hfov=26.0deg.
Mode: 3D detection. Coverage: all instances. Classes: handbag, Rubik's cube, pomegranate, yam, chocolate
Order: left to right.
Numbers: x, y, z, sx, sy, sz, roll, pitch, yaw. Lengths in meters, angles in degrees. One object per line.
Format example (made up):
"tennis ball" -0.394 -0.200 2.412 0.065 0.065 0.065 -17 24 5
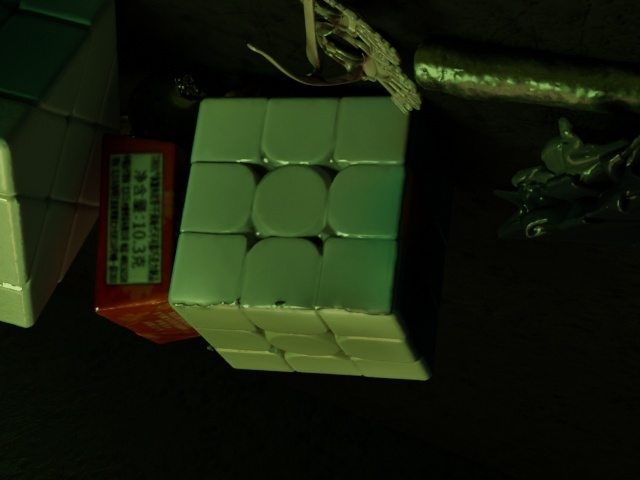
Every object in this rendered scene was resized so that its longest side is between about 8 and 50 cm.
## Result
"Rubik's cube" -0.448 -0.133 1.724 0.316 0.322 0.318 15 136 10
"chocolate" -0.207 0.002 1.815 0.108 0.237 0.235 -2 164 14
"pomegranate" -0.200 -0.170 1.849 0.130 0.130 0.130 18 164 6
"Rubik's cube" 0.000 0.000 1.790 0.291 0.290 0.291 2 160 16
"yam" 0.230 -0.172 1.470 0.274 0.061 0.061 10 161 24
"handbag" 0.342 -0.064 1.489 0.269 0.118 0.326 -1 171 -24

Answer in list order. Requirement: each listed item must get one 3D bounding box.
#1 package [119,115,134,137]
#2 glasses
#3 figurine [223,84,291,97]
"package" -0.304 -0.161 2.133 0.131 0.047 0.071 5 161 36
"glasses" 0.024 -0.197 1.509 0.162 0.095 0.255 26 172 24
"figurine" -0.078 -0.179 1.820 0.109 0.047 0.064 1 149 27
